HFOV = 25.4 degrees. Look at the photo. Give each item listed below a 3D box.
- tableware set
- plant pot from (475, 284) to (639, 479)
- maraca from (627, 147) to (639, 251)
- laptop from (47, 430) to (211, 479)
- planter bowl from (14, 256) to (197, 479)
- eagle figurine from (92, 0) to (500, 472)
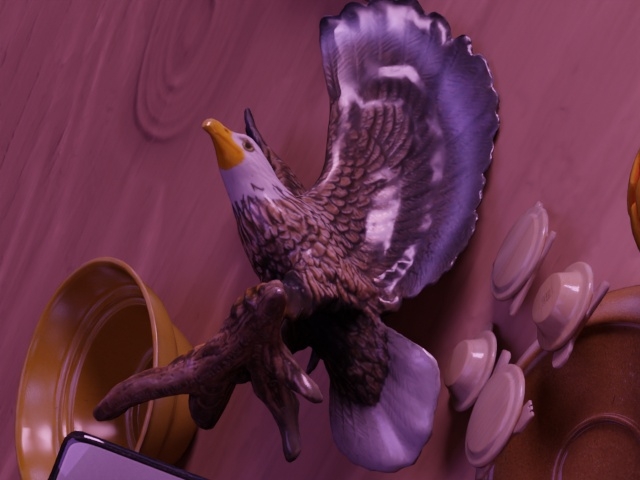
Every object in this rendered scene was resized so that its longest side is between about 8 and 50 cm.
[{"bbox_3d":[0.116,0.057,0.854,0.141,0.020,0.169,-63,14,14],"label":"tableware set"},{"bbox_3d":[0.167,0.137,0.797,0.236,0.032,0.236,-23,60,46],"label":"plant pot"},{"bbox_3d":[0.217,-0.010,0.707,0.099,0.127,0.185,-31,17,-6],"label":"maraca"},{"bbox_3d":[-0.032,0.381,0.786,0.236,0.408,0.382,-84,17,-73],"label":"laptop"},{"bbox_3d":[-0.158,0.128,1.159,0.217,0.090,0.217,-21,62,47],"label":"planter bowl"},{"bbox_3d":[-0.003,-0.010,0.964,0.226,0.298,0.225,8,125,19],"label":"eagle figurine"}]
